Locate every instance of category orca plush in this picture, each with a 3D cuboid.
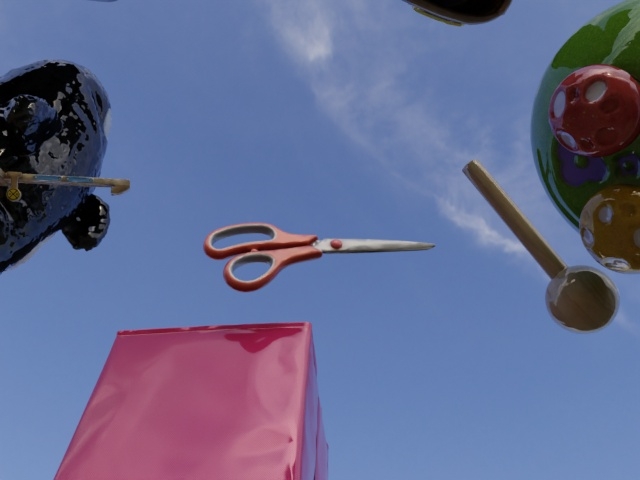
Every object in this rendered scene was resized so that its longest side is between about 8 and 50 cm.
[{"bbox_3d":[-0.200,-0.051,0.346,0.151,0.287,0.102,45,-54,1],"label":"orca plush"}]

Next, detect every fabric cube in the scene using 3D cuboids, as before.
[{"bbox_3d":[-0.126,0.279,0.726,0.254,0.258,0.259,-5,-55,4],"label":"fabric cube"}]

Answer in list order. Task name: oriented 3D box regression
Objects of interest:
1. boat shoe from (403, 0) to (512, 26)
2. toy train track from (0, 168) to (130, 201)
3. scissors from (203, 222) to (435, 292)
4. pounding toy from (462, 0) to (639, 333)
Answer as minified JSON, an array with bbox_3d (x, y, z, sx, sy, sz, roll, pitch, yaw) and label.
[{"bbox_3d":[0.034,-0.278,0.495,0.324,0.096,0.116,22,-62,-35],"label":"boat shoe"},{"bbox_3d":[-0.133,-0.024,0.290,0.083,0.048,0.014,1,-94,-17],"label":"toy train track"},{"bbox_3d":[0.000,0.000,0.807,0.297,0.109,0.021,-12,-43,-19],"label":"scissors"},{"bbox_3d":[0.178,-0.036,0.393,0.183,0.110,0.237,54,-36,14],"label":"pounding toy"}]
